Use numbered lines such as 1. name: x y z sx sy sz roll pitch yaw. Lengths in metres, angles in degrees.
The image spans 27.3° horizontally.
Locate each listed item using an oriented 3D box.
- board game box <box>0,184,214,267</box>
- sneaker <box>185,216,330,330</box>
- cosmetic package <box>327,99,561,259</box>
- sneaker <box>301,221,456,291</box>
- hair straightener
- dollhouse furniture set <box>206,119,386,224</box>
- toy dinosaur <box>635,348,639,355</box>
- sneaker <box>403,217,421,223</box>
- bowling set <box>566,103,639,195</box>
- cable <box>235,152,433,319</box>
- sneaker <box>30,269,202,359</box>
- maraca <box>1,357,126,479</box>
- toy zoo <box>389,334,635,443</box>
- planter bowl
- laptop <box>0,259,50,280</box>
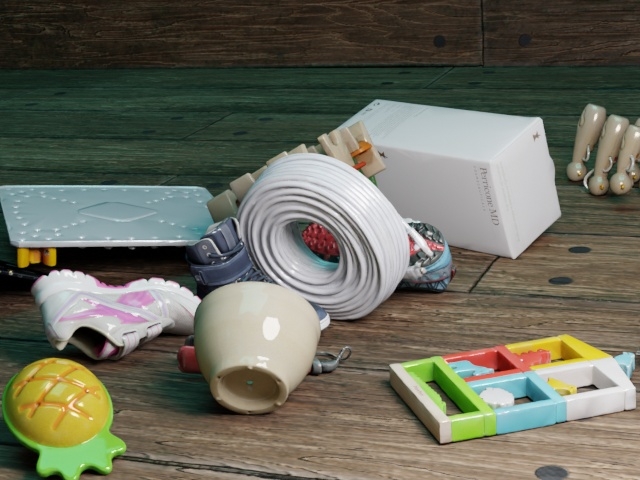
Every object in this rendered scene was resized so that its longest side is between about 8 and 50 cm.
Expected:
1. board game box: -0.357 -0.029 2.312 0.390 0.050 0.390 0 15 -17
2. sneaker: -0.096 0.054 1.863 0.226 0.163 0.086 7 29 33
3. cosmetic package: 0.207 -0.112 2.241 0.365 0.197 0.155 12 40 45
4. sneaker: 0.085 0.033 2.017 0.262 0.125 0.104 11 63 34
5. hair straightener: -0.071 0.146 1.767 0.230 0.047 0.089 -2 18 6
6. dollhouse furniture set: -0.042 -0.062 2.100 0.259 0.135 0.262 -28 1 32
7. toy dinosaur: 0.511 0.128 1.601 0.322 0.164 0.218 4 22 -45
8. sneaker: 0.083 0.017 2.114 0.235 0.090 0.095 2 30 33
9. bowling set: 0.591 -0.142 2.438 0.200 0.154 0.287 13 14 -8
10. cable: 0.000 0.000 1.889 0.257 0.257 0.089 -29 15 43
11. sneaker: -0.280 0.118 1.845 0.252 0.111 0.103 6 -30 -23
12. maraca: -0.302 0.210 1.547 0.127 0.099 0.186 -16 47 -23
13. toy zoo: 0.252 0.175 1.624 0.293 0.030 0.192 -8 18 -14
14. planter bowl: -0.083 0.145 1.632 0.162 0.162 0.109 -2 44 6
15. laptop: -0.567 0.094 2.115 0.234 0.136 0.264 12 -2 41
